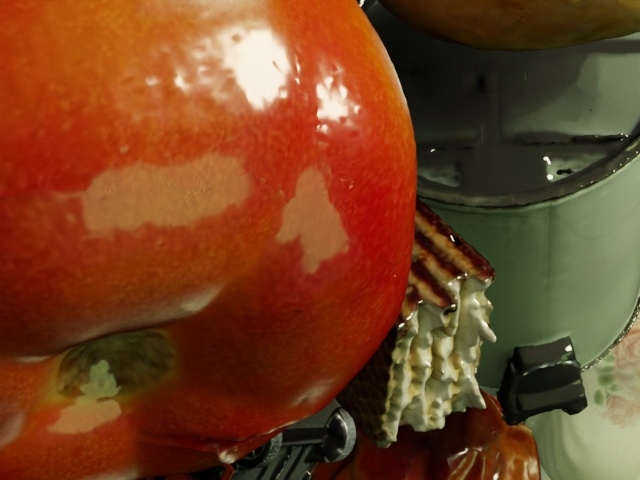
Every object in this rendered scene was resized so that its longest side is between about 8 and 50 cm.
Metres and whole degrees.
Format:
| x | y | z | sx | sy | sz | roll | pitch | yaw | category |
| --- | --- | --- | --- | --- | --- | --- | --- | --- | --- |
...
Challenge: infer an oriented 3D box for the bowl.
| x | y | z | sx | sy | sz | roll | pitch | yaw | category |
| --- | --- | --- | --- | --- | --- | --- | --- | --- | --- |
| 0.323 | 0.172 | 1.223 | 0.277 | 0.145 | 0.277 | 17 | 90 | -78 | bowl |

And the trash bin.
| x | y | z | sx | sy | sz | roll | pitch | yaw | category |
| --- | --- | --- | --- | --- | --- | --- | --- | --- | --- |
| 0.126 | -0.046 | 0.732 | 0.217 | 0.277 | 0.262 | -14 | 148 | 2 | trash bin |

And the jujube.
| x | y | z | sx | sy | sz | roll | pitch | yaw | category |
| --- | --- | --- | --- | --- | --- | --- | --- | --- | --- |
| 0.057 | 0.268 | 0.913 | 0.342 | 0.216 | 0.216 | -64 | 149 | -13 | jujube |

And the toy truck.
| x | y | z | sx | sy | sz | roll | pitch | yaw | category |
| --- | --- | --- | --- | --- | --- | --- | --- | --- | --- |
| -0.083 | 0.194 | 0.793 | 0.107 | 0.114 | 0.253 | 11 | 111 | -54 | toy truck |

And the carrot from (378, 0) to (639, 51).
| x | y | z | sx | sy | sz | roll | pitch | yaw | category |
| --- | --- | --- | --- | --- | --- | --- | --- | --- | --- |
| 0.085 | -0.261 | 0.448 | 0.224 | 0.224 | 0.341 | -30 | 122 | -34 | carrot |

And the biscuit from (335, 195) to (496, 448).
| x | y | z | sx | sy | sz | roll | pitch | yaw | category |
| --- | --- | --- | --- | --- | --- | --- | --- | --- | --- |
| 0.000 | 0.000 | 0.600 | 0.070 | 0.252 | 0.106 | -25 | 141 | -25 | biscuit |

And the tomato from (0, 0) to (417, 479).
| x | y | z | sx | sy | sz | roll | pitch | yaw | category |
| --- | --- | --- | --- | --- | --- | --- | --- | --- | --- |
| -0.113 | -0.026 | 0.448 | 0.298 | 0.226 | 0.299 | -12 | 145 | -8 | tomato |
